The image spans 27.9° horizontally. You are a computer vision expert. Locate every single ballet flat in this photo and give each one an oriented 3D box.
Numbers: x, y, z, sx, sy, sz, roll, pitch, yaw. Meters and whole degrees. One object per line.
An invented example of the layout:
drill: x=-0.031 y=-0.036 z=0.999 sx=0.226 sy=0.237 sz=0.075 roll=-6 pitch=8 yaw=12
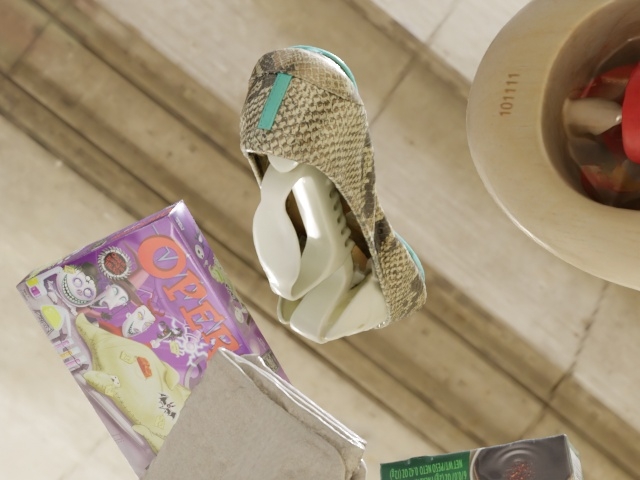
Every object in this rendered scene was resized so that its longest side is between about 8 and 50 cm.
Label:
ballet flat: x=0.000 y=0.000 z=1.407 sx=0.483 sy=0.164 sz=0.182 roll=69 pitch=40 yaw=-53

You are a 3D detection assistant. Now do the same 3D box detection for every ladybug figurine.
ladybug figurine: x=0.342 y=-0.092 z=1.051 sx=0.162 sy=0.449 sz=0.305 roll=22 pitch=80 yaw=-55

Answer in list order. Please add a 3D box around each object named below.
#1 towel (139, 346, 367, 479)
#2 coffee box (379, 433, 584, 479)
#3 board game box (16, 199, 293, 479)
towel: x=-0.087 y=0.250 z=1.117 sx=0.282 sy=0.187 sz=0.049 roll=-58 pitch=147 yaw=5
coffee box: x=0.096 y=0.203 z=0.687 sx=0.113 sy=0.040 sz=0.184 roll=-11 pitch=-118 yaw=15
board game box: x=-0.145 y=0.148 z=1.348 sx=0.208 sy=0.347 sz=0.056 roll=-25 pitch=-166 yaw=20
